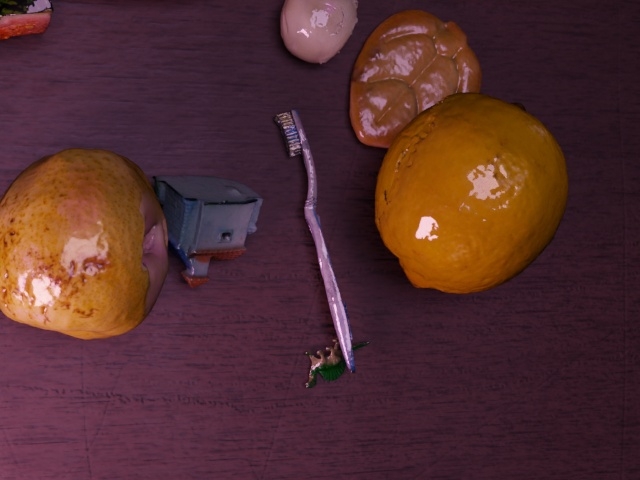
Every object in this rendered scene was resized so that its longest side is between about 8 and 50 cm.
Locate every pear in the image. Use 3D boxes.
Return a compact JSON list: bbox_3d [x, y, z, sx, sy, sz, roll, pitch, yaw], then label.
[{"bbox_3d":[-0.320,0.004,1.477,0.271,0.271,0.271,2,85,-18],"label":"pear"}]

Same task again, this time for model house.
[{"bbox_3d":[-0.173,-0.011,1.612,0.148,0.119,0.149,0,111,-40],"label":"model house"}]

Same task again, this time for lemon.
[{"bbox_3d":[0.221,-0.069,1.644,0.297,0.297,0.297,2,85,-18],"label":"lemon"}]

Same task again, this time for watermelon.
[{"bbox_3d":[-0.456,-0.336,1.539,0.145,0.193,0.137,-12,134,-16],"label":"watermelon"}]

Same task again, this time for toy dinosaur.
[{"bbox_3d":[0.024,0.184,1.694,0.119,0.029,0.060,-21,107,-24],"label":"toy dinosaur"}]

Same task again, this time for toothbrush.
[{"bbox_3d":[0.000,0.000,1.680,0.042,0.035,0.414,-15,85,-2],"label":"toothbrush"}]

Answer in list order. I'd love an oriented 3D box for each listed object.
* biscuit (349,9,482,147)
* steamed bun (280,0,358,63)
[{"bbox_3d":[0.146,-0.250,1.756,0.203,0.041,0.260,45,73,-10],"label":"biscuit"},{"bbox_3d":[-0.003,-0.341,1.690,0.112,0.091,0.130,32,77,-11],"label":"steamed bun"}]
